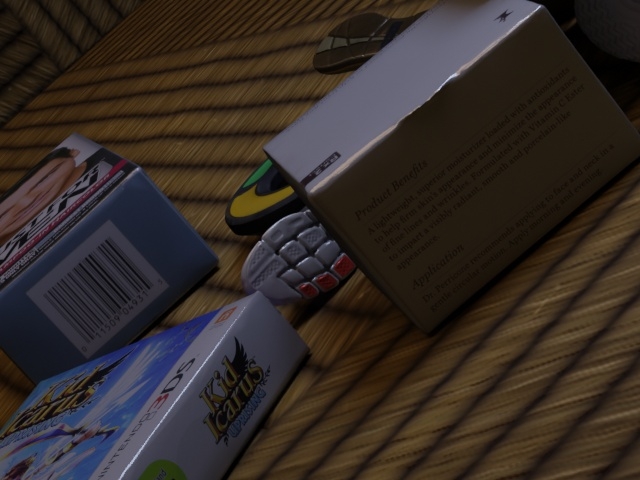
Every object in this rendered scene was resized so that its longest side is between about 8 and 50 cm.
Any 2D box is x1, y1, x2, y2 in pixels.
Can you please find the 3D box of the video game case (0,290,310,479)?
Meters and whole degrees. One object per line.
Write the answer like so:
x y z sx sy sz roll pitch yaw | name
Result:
-0.162 0.162 1.182 0.269 0.061 0.244 -23 22 44 | video game case

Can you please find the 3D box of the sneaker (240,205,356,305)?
0.000 0.000 1.277 0.158 0.061 0.065 -37 3 -30 | sneaker

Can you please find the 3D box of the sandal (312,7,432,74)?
0.064 -0.168 1.589 0.180 0.049 0.072 -3 44 41 | sandal

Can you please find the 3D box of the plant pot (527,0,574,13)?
0.140 -0.267 1.213 0.256 0.256 0.274 -36 6 13 | plant pot

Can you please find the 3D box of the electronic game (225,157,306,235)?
0.017 -0.081 1.429 0.229 0.048 0.229 -36 13 10 | electronic game

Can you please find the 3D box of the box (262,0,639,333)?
0.078 -0.058 1.130 0.181 0.119 0.182 -40 16 -1 | box

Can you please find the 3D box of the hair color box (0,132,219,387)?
-0.232 0.014 1.627 0.185 0.113 0.374 -42 16 -7 | hair color box

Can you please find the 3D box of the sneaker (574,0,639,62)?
0.289 -0.210 1.121 0.269 0.101 0.153 -31 11 36 | sneaker

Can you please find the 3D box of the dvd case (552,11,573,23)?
0.245 -0.252 1.448 0.253 0.022 0.180 -34 18 18 | dvd case
